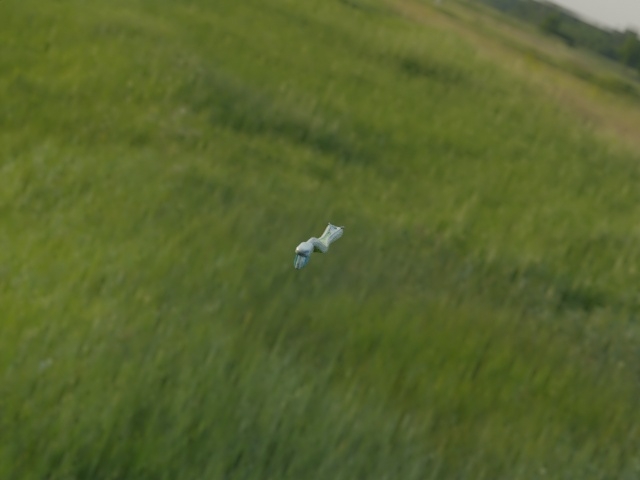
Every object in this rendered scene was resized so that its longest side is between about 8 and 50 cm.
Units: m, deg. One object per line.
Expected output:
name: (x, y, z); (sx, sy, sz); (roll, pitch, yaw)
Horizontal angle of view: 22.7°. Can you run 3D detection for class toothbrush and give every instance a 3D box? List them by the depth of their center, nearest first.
toothbrush: (0.000, 0.000, 1.750); (0.022, 0.026, 0.263); (17, 10, 7)
